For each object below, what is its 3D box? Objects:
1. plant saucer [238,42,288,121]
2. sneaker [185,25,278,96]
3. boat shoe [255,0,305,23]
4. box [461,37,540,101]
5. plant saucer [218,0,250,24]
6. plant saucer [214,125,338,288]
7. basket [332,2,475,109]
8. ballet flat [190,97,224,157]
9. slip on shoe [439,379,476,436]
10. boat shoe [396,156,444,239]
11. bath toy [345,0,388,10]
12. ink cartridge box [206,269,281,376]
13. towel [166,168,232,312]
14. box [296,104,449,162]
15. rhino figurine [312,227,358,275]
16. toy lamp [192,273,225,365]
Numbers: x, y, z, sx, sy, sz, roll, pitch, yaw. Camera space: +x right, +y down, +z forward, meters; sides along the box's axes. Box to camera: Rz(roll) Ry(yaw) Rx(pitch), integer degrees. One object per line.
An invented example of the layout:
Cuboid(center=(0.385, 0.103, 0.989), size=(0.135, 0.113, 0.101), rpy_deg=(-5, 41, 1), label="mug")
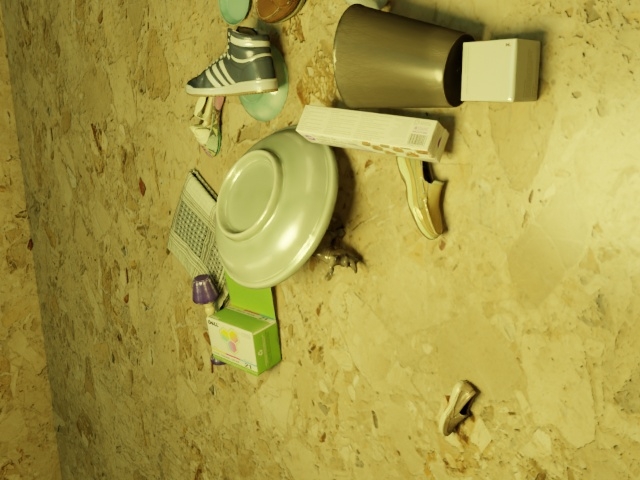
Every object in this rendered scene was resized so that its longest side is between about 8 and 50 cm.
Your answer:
Cuboid(center=(-0.157, -0.389, 1.509), size=(0.195, 0.038, 0.194), rpy_deg=(15, 112, 42), label="plant saucer")
Cuboid(center=(-0.219, -0.423, 1.461), size=(0.282, 0.099, 0.153), rpy_deg=(7, 111, 37), label="sneaker")
Cuboid(center=(-0.077, -0.560, 1.312), size=(0.307, 0.105, 0.110), rpy_deg=(-22, 90, 56), label="boat shoe")
Cuboid(center=(0.304, -0.285, 1.038), size=(0.102, 0.087, 0.101), rpy_deg=(12, 109, 42), label="box")
Cuboid(center=(-0.207, -0.593, 1.516), size=(0.119, 0.021, 0.119), rpy_deg=(13, 109, 43), label="plant saucer")
Cuboid(center=(-0.136, -0.092, 1.401), size=(0.401, 0.101, 0.400), rpy_deg=(-20, 60, 39), label="plant saucer")
Cuboid(center=(0.159, -0.323, 1.133), size=(0.227, 0.154, 0.204), rpy_deg=(20, 135, 35), label="basket")
Cuboid(center=(-0.305, -0.326, 1.643), size=(0.077, 0.079, 0.221), rpy_deg=(34, 123, 33), label="ballet flat")
Cuboid(center=(0.282, 0.351, 1.257), size=(0.041, 0.052, 0.135), rpy_deg=(32, 114, 39), label="slip on shoe")
Cuboid(center=(0.209, -0.098, 1.204), size=(0.072, 0.068, 0.189), rpy_deg=(-22, 84, 34), label="boat shoe")
Cuboid(center=(0.122, -0.579, 1.109), size=(0.151, 0.129, 0.348), rpy_deg=(49, 131, 16), label="bath toy")
Cuboid(center=(-0.216, 0.210, 1.655), size=(0.189, 0.097, 0.255), rpy_deg=(11, 117, 40), label="ink cartridge box")
Cuboid(center=(-0.335, 0.011, 1.779), size=(0.324, 0.056, 0.312), rpy_deg=(47, 129, 25), label="towel")
Cuboid(center=(0.097, -0.217, 1.230), size=(0.324, 0.063, 0.067), rpy_deg=(15, 82, 37), label="box")
Cuboid(center=(0.000, 0.000, 1.404), size=(0.243, 0.106, 0.073), rpy_deg=(45, 129, 28), label="rhino figurine")
Cuboid(center=(-0.310, 0.226, 1.755), size=(0.080, 0.080, 0.274), rpy_deg=(12, 120, 43), label="toy lamp")
